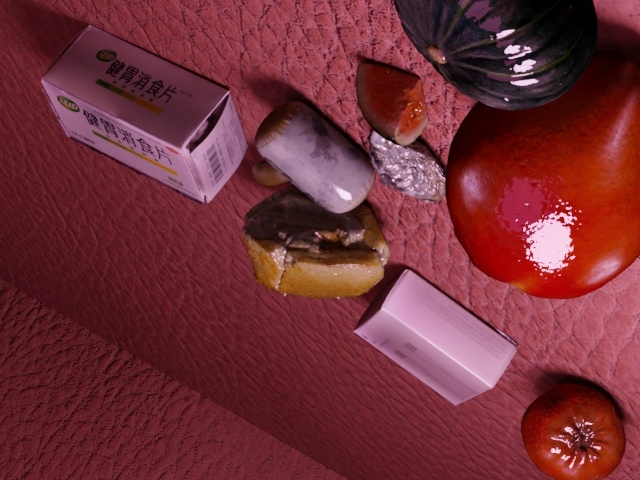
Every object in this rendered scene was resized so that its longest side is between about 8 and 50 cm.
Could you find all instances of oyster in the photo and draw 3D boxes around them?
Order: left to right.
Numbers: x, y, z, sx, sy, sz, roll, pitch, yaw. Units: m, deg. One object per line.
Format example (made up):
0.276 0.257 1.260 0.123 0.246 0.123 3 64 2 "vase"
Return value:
0.124 -0.117 1.982 0.177 0.064 0.125 41 154 -20 "oyster"

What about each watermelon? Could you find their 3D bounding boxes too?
0.100 -0.202 1.842 0.135 0.125 0.094 52 128 5 "watermelon"

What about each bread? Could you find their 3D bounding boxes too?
0.000 0.000 2.241 0.257 0.186 0.124 10 144 22 "bread"

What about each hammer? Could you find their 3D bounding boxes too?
-0.042 -0.121 2.167 0.202 0.113 0.305 43 162 -12 "hammer"

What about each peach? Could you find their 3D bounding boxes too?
0.270 -0.070 1.597 0.257 0.201 0.361 52 154 22 "peach"

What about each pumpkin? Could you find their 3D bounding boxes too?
0.193 -0.262 1.396 0.250 0.216 0.250 49 -171 -10 "pumpkin"

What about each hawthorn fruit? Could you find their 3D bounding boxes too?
0.438 0.340 2.335 0.179 0.179 0.200 36 171 -3 "hawthorn fruit"

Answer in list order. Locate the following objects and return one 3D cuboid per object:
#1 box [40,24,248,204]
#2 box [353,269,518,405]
-0.297 -0.214 2.274 0.333 0.145 0.173 27 159 22 "box"
0.207 0.179 2.423 0.252 0.106 0.203 37 160 -2 "box"
